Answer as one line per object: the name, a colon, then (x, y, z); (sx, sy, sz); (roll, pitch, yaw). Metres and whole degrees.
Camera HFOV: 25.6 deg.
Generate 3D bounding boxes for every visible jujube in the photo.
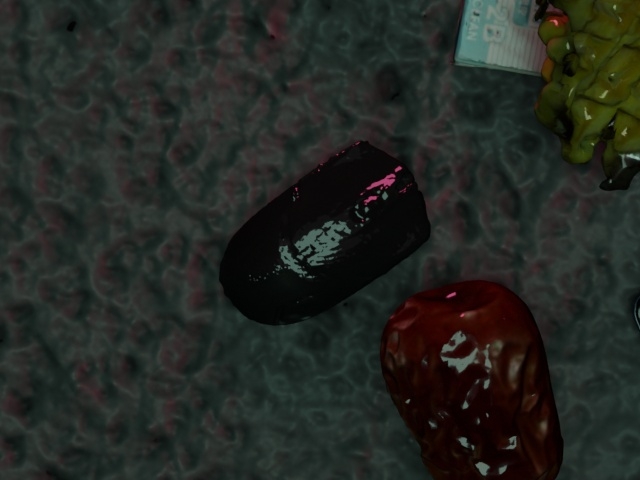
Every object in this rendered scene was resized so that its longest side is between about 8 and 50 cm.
jujube: (0.148, 0.150, 1.327); (0.155, 0.155, 0.230); (-21, 102, 4)

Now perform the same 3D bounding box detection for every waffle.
waffle: (0.358, -0.210, 1.195); (0.382, 0.380, 0.095); (-17, 54, -6)

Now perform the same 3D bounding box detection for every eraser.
eraser: (0.188, -0.269, 1.320); (0.095, 0.052, 0.225); (10, 97, 2)

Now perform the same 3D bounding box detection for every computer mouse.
computer mouse: (0.000, 0.000, 1.348); (0.217, 0.073, 0.122); (-35, 95, 4)

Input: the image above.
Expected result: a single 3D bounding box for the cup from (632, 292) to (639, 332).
cup: (0.379, 0.080, 1.328); (0.150, 0.113, 0.138); (-8, 95, 1)
